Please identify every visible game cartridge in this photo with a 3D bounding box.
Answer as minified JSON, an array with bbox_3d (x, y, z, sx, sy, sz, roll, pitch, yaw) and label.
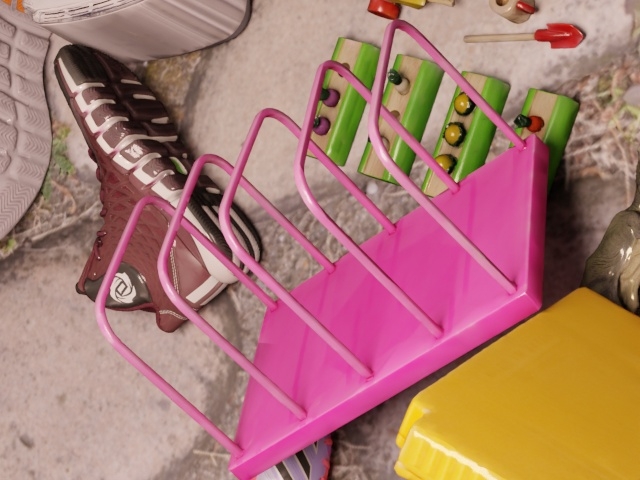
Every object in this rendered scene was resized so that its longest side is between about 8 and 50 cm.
[{"bbox_3d":[0.237,0.159,1.133,0.324,0.285,0.052,30,119,23],"label":"game cartridge"}]

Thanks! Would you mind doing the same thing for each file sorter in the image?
[{"bbox_3d":[0.000,0.000,1.346,0.291,0.182,0.202,-34,25,29],"label":"file sorter"}]

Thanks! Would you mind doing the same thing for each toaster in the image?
[{"bbox_3d":[-0.166,-0.243,1.633,0.227,0.146,0.129,-5,77,34],"label":"toaster"}]

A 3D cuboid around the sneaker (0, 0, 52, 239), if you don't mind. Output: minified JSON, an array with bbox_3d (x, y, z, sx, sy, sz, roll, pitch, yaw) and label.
[{"bbox_3d":[-0.363,-0.131,1.776,0.180,0.124,0.321,-11,62,37],"label":"sneaker"}]

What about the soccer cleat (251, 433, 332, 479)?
[{"bbox_3d":[-0.027,0.218,1.478,0.095,0.083,0.248,21,85,6],"label":"soccer cleat"}]

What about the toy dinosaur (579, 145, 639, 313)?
[{"bbox_3d":[0.230,0.050,1.341,0.118,0.064,0.268,41,107,38],"label":"toy dinosaur"}]

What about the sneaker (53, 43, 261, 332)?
[{"bbox_3d":[-0.190,-0.034,1.613,0.162,0.106,0.281,-47,66,23],"label":"sneaker"}]

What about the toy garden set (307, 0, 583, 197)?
[{"bbox_3d":[0.100,-0.141,1.481,0.244,0.049,0.204,19,90,37],"label":"toy garden set"}]
